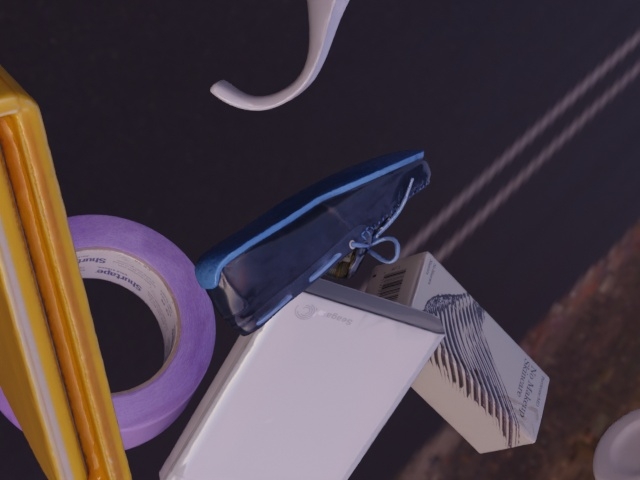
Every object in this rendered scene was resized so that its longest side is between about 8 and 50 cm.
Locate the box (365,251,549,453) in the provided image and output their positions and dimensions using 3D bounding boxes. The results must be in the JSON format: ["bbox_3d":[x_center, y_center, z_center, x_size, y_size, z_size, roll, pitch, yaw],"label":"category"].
[{"bbox_3d":[0.167,0.143,1.859,0.275,0.094,0.113,43,47,-30],"label":"box"}]

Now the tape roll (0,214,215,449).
[{"bbox_3d":[-0.267,0.110,1.771,0.275,0.275,0.090,-49,177,-30],"label":"tape roll"}]

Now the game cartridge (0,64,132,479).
[{"bbox_3d":[-0.222,-0.012,1.006,0.052,0.323,0.285,-18,119,-17],"label":"game cartridge"}]

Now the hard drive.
[{"bbox_3d":[-0.024,0.183,1.654,0.307,0.203,0.040,-59,-153,27],"label":"hard drive"}]

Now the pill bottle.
[{"bbox_3d":[0.383,0.278,1.545,0.121,0.121,0.216,-53,122,-22],"label":"pill bottle"}]

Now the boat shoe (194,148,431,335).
[{"bbox_3d":[0.000,0.000,1.359,0.258,0.089,0.109,-30,-167,-23],"label":"boat shoe"}]

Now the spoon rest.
[{"bbox_3d":[-0.004,-0.247,1.649,0.276,0.084,0.137,-49,-179,15],"label":"spoon rest"}]
